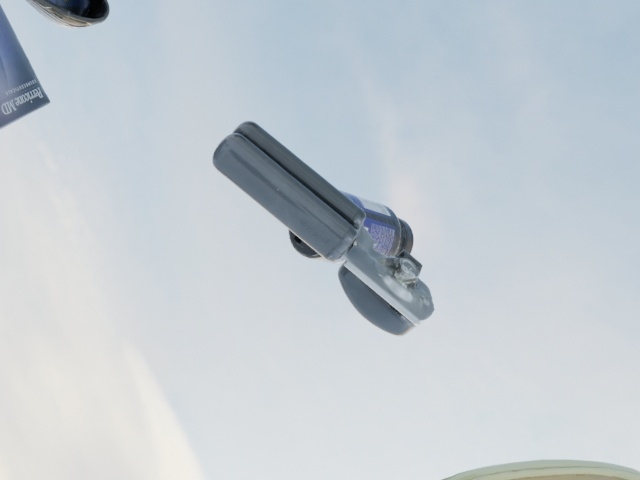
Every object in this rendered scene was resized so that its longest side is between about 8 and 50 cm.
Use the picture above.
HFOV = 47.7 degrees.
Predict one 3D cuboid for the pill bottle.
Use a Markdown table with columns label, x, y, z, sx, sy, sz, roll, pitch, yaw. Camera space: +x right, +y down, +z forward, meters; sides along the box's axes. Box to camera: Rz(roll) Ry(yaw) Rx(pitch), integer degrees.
| label | x | y | z | sx | sy | sz | roll | pitch | yaw |
| --- | --- | --- | --- | --- | --- | --- | --- | --- | --- |
| pill bottle | 0.060 | -0.013 | 1.236 | 0.123 | 0.219 | 0.122 | -12 | -108 | 40 |

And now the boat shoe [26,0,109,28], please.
| label | x | y | z | sx | sy | sz | roll | pitch | yaw |
| --- | --- | --- | --- | --- | --- | --- | --- | --- | --- |
| boat shoe | -0.311 | -0.293 | 0.746 | 0.076 | 0.228 | 0.080 | 16 | -104 | 35 |

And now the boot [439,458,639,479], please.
| label | x | y | z | sx | sy | sz | roll | pitch | yaw |
| --- | --- | --- | --- | --- | --- | --- | --- | --- | --- |
| boot | 0.036 | 0.150 | 0.209 | 0.203 | 0.262 | 0.095 | 163 | -84 | -82 |

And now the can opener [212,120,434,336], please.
| label | x | y | z | sx | sy | sz | roll | pitch | yaw |
| --- | --- | --- | --- | --- | --- | --- | --- | --- | --- |
| can opener | 0.000 | 0.000 | 0.759 | 0.283 | 0.076 | 0.095 | 39 | -57 | -6 |

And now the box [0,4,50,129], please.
| label | x | y | z | sx | sy | sz | roll | pitch | yaw |
| --- | --- | --- | --- | --- | --- | --- | --- | --- | --- |
| box | -0.486 | -0.220 | 0.771 | 0.183 | 0.296 | 0.293 | -15 | -68 | 14 |
